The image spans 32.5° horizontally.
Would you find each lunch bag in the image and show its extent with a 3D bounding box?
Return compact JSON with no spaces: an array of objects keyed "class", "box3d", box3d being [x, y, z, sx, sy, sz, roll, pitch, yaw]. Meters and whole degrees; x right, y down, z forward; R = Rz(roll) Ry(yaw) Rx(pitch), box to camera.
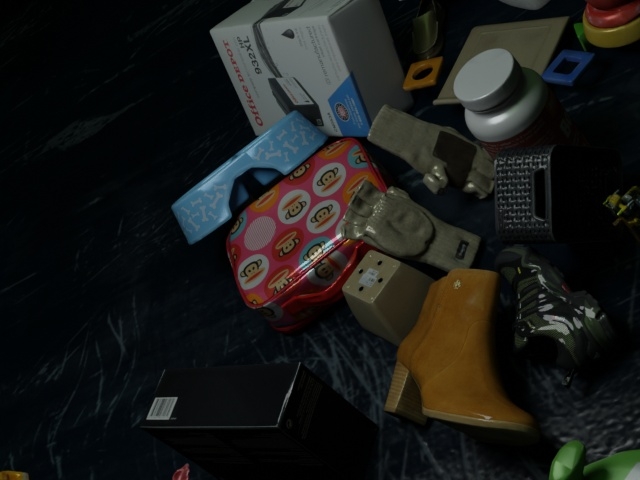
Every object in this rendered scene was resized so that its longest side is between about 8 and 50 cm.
[{"class":"lunch bag","box3d":[0.000,0.000,1.713,0.293,0.120,0.258,-37,38,11]}]

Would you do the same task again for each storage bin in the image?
[{"class":"storage bin","box3d":[0.307,-0.057,1.406,0.084,0.180,0.122,0,91,44]}]

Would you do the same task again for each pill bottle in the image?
[{"class":"pill bottle","box3d":[0.277,-0.161,1.516,0.121,0.216,0.121,-25,42,25]}]

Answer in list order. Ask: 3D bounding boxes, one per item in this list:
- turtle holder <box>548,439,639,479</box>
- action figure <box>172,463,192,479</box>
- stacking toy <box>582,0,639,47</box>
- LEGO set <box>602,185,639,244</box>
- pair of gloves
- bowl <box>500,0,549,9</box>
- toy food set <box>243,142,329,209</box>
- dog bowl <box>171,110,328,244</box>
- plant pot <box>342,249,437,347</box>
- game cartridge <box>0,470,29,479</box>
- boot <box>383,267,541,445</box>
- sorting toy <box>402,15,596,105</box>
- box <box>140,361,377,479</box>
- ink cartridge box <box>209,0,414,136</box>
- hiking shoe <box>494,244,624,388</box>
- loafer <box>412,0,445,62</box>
[{"class":"turtle holder","box3d":[0.295,0.365,1.003,0.243,0.227,0.320,-9,51,37]},{"class":"action figure","box3d":[-0.218,0.457,1.393,0.276,0.248,0.370,-6,55,39]},{"class":"stacking toy","box3d":[0.483,-0.460,1.640,0.280,0.130,0.309,-25,40,15]},{"class":"LEGO set","box3d":[0.473,-0.064,1.259,0.255,0.192,0.331,-39,37,9]},{"class":"pair of gloves","box3d":[0.149,-0.072,1.607,0.042,0.204,0.240,117,171,-63]},{"class":"bowl","box3d":[0.360,-0.465,1.857,0.142,0.053,0.142,-48,35,-4]},{"class":"toy food set","box3d":[-0.046,-0.099,1.926,0.192,0.038,0.132,-38,44,1]},{"class":"dog bowl","box3d":[-0.125,-0.110,1.846,0.297,0.074,0.166,-38,8,3]},{"class":"plant pot","box3d":[0.098,0.075,1.569,0.109,0.096,0.109,-53,37,-10]},{"class":"game cartridge","box3d":[-0.451,0.526,1.533,0.285,0.053,0.323,-146,66,-71]},{"class":"boot","box3d":[0.193,0.137,1.382,0.295,0.104,0.211,-1,65,61]},{"class":"sorting toy","box3d":[0.293,-0.277,1.752,0.348,0.047,0.196,4,52,42]},{"class":"box","box3d":[-0.085,0.255,1.504,0.261,0.184,0.103,-8,49,39]},{"class":"ink cartridge box","box3d":[-0.018,-0.303,1.904,0.307,0.223,0.129,6,38,47]},{"class":"hiking shoe","box3d":[0.273,0.089,1.396,0.114,0.086,0.227,-43,38,-1]},{"class":"loafer","box3d":[0.185,-0.373,1.938,0.056,0.050,0.148,-21,42,32]}]
